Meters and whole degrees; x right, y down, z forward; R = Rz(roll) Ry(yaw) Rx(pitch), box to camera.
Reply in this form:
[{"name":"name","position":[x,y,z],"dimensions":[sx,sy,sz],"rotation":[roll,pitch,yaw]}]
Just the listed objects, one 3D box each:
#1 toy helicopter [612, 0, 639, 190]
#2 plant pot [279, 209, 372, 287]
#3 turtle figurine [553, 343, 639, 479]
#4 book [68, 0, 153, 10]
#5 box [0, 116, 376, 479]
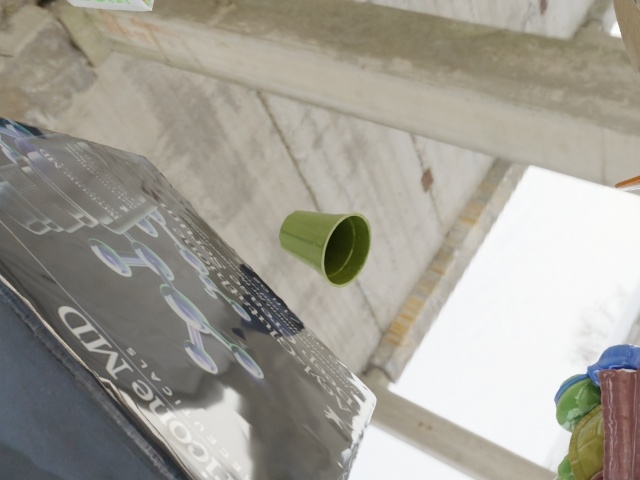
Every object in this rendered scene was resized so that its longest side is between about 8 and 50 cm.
[{"name":"toy helicopter","position":[0.195,-0.120,0.361],"dimensions":[0.355,0.140,0.235],"rotation":[-78,-22,-75]},{"name":"plant pot","position":[0.000,0.000,0.869],"dimensions":[0.083,0.079,0.083],"rotation":[-24,-56,-43]},{"name":"turtle figurine","position":[0.236,0.243,0.574],"dimensions":[0.198,0.266,0.274],"rotation":[19,-67,-24]},{"name":"book","position":[-0.243,-0.282,0.841],"dimensions":[0.144,0.096,0.035],"rotation":[26,-106,-81]},{"name":"box","position":[-0.151,0.099,0.494],"dimensions":[0.212,0.293,0.395],"rotation":[-45,-5,6]}]
